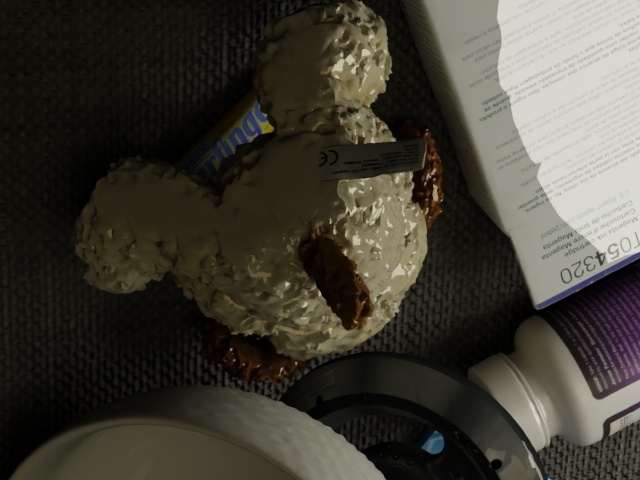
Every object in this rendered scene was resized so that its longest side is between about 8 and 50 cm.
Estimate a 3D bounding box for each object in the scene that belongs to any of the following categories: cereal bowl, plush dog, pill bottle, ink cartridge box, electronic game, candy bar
[{"bbox_3d":[-0.060,0.247,1.325,0.339,0.141,0.339,10,114,22],"label":"cereal bowl"},{"bbox_3d":[0.000,0.000,1.278,0.262,0.210,0.225,-43,155,2],"label":"plush dog"},{"bbox_3d":[0.215,0.090,1.433,0.193,0.108,0.108,-26,118,-9],"label":"pill bottle"},{"bbox_3d":[0.233,-0.161,1.359,0.324,0.071,0.330,-27,121,-9],"label":"ink cartridge box"},{"bbox_3d":[0.058,0.187,1.355,0.229,0.048,0.229,10,114,23],"label":"electronic game"},{"bbox_3d":[-0.073,-0.058,1.317,0.161,0.018,0.040,-44,119,1],"label":"candy bar"}]

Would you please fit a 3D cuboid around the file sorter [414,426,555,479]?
[{"bbox_3d":[0.138,0.236,1.469,0.170,0.104,0.118,34,97,-28],"label":"file sorter"}]
